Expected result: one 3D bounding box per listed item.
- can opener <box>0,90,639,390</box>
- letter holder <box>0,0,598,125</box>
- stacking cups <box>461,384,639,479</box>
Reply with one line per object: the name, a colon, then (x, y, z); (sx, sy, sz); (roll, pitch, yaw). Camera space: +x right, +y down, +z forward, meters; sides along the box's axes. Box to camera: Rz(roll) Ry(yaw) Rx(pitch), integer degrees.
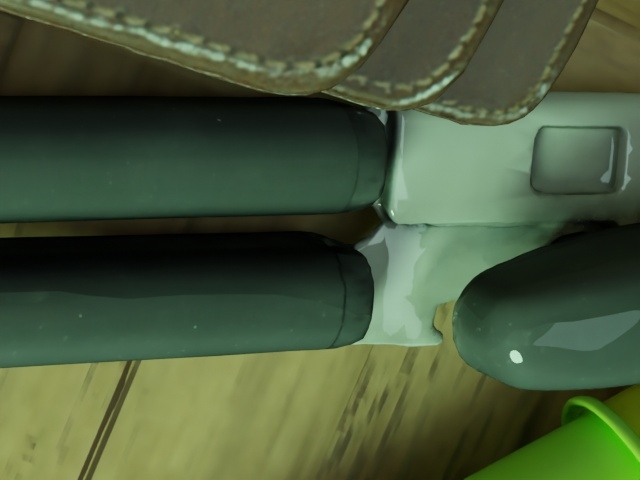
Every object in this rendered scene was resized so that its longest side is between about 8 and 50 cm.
can opener: (0.000, 0.000, 0.448); (0.283, 0.095, 0.076); (-2, 103, -27)
letter holder: (0.027, -0.181, 0.365); (0.214, 0.152, 0.301); (16, 97, -13)
stacking cups: (0.019, 0.132, 0.496); (0.316, 0.096, 0.096); (-28, 112, -10)
